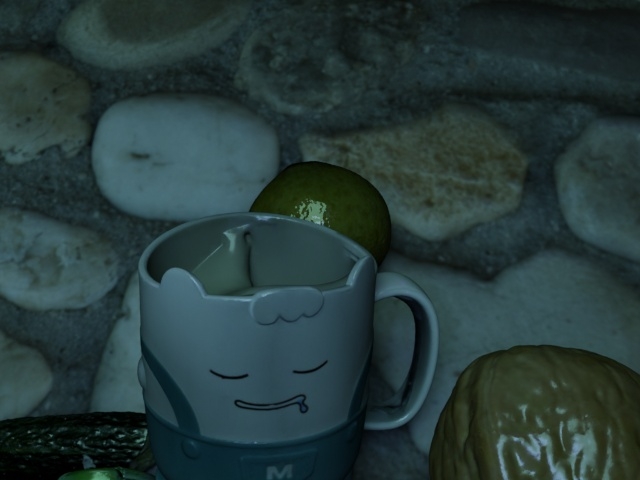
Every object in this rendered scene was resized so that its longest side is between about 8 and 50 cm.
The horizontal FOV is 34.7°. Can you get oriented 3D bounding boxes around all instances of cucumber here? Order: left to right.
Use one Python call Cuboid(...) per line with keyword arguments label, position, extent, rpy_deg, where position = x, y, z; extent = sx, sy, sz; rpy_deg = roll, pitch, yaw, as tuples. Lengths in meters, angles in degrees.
Cuboid(label="cucumber", position=(-0.280, 0.219, 1.086), extent=(0.241, 0.074, 0.074), rpy_deg=(-4, 63, 13))

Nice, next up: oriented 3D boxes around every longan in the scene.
Cuboid(label="longan", position=(0.000, 0.000, 1.114), extent=(0.155, 0.176, 0.145), rpy_deg=(-10, 17, 30))

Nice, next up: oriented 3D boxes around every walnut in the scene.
Cuboid(label="walnut", position=(0.208, 0.206, 0.925), extent=(0.228, 0.228, 0.228), rpy_deg=(-4, 63, 9))

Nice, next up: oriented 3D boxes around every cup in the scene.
Cuboid(label="cup", position=(-0.028, 0.113, 0.980), extent=(0.290, 0.257, 0.219), rpy_deg=(-4, 22, -15))

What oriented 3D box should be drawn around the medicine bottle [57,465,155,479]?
Cuboid(label="medicine bottle", position=(-0.206, 0.359, 0.966), extent=(0.133, 0.133, 0.274), rpy_deg=(-7, 64, 7))
